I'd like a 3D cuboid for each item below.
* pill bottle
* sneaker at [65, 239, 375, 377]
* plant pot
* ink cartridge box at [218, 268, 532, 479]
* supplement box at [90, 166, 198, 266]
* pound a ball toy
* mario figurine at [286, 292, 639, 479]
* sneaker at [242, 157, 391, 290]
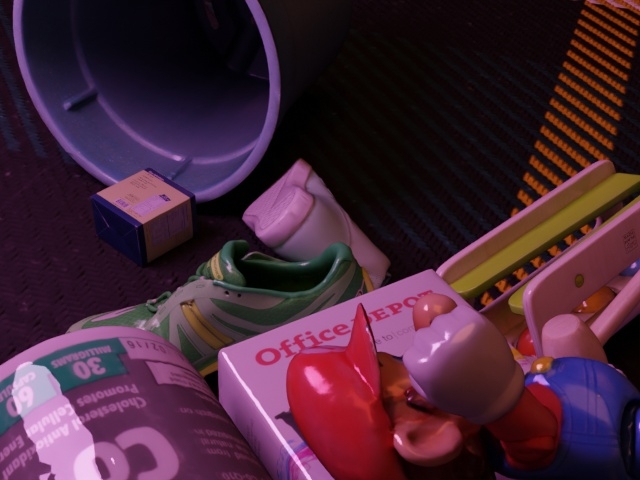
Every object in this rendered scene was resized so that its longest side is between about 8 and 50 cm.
[{"bbox_3d":[-0.094,0.235,0.583,0.204,0.204,0.361,-20,43,-26],"label":"pill bottle"},{"bbox_3d":[-0.097,0.059,0.861,0.296,0.123,0.109,-12,29,-1],"label":"sneaker"},{"bbox_3d":[-0.136,-0.265,1.156,0.341,0.341,0.334,16,32,17],"label":"plant pot"},{"bbox_3d":[0.082,0.183,0.721,0.226,0.131,0.306,-19,44,-25],"label":"ink cartridge box"},{"bbox_3d":[-0.195,-0.028,1.039,0.083,0.056,0.083,30,46,32],"label":"supplement box"},{"bbox_3d":[0.265,0.049,0.872,0.319,0.135,0.208,-32,23,-28],"label":"pound a ball toy"},{"bbox_3d":[0.138,0.087,0.585,0.321,0.198,0.170,4,41,5],"label":"mario figurine"},{"bbox_3d":[0.000,0.000,1.009,0.151,0.094,0.256,43,8,-13],"label":"sneaker"}]
